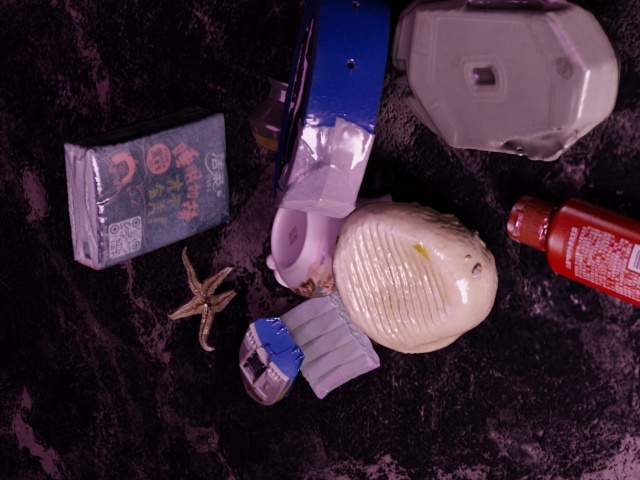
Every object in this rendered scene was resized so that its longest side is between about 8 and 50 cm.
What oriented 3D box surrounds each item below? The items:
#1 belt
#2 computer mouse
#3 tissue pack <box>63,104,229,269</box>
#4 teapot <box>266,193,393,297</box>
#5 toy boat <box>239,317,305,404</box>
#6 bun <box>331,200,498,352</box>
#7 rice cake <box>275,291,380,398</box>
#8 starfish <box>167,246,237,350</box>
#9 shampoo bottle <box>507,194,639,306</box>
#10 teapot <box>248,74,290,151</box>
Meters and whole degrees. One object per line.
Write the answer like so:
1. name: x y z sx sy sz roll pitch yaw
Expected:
1. belt: 0.017 -0.209 1.695 0.212 0.117 0.347 -130 50 -73
2. computer mouse: 0.256 -0.240 1.509 0.429 0.145 0.228 12 124 56
3. tissue pack: -0.303 -0.099 2.024 0.103 0.315 0.228 20 120 38
4. teapot: 0.000 0.000 1.892 0.298 0.139 0.204 -40 51 50
5. toy boat: -0.110 0.249 2.131 0.129 0.088 0.295 56 157 13
6. bun: 0.149 0.052 1.735 0.259 0.160 0.259 10 114 23
7. rice cake: 0.008 0.183 2.035 0.189 0.037 0.198 57 139 11
8. starfish: -0.235 0.111 2.248 0.223 0.050 0.217 -27 81 37
9. shampoo bottle: 0.400 0.019 1.520 0.314 0.076 0.118 24 127 38
10. teapot: -0.056 -0.216 1.871 0.166 0.130 0.119 -128 49 -64
